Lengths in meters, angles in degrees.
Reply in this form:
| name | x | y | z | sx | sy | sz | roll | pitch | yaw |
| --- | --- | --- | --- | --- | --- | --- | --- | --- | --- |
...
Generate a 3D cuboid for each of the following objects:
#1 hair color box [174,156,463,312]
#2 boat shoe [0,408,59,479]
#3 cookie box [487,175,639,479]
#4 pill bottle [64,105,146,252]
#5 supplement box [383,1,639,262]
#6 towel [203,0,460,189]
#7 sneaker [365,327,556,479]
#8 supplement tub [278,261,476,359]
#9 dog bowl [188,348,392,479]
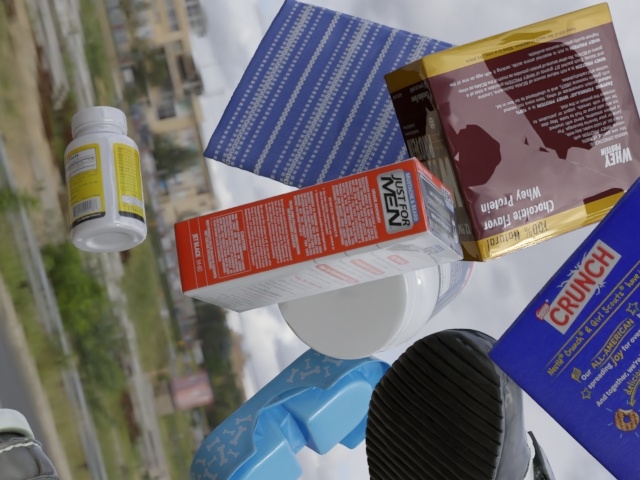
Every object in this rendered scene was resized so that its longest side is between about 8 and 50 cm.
| name | x | y | z | sx | sy | sz | roll | pitch | yaw |
| --- | --- | --- | --- | --- | --- | --- | --- | --- | --- |
| hair color box | 0.000 | 0.000 | 0.785 | 0.093 | 0.167 | 0.053 | 30 | 49 | -67 |
| boat shoe | -0.336 | 0.258 | 0.922 | 0.091 | 0.305 | 0.109 | 48 | -8 | 27 |
| cookie box | 0.133 | 0.044 | 0.438 | 0.107 | 0.092 | 0.040 | 45 | 18 | 19 |
| pill bottle | -0.186 | -0.053 | 1.026 | 0.065 | 0.065 | 0.116 | 98 | -15 | -69 |
| supplement box | 0.190 | -0.100 | 1.146 | 0.129 | 0.191 | 0.194 | -179 | -109 | -77 |
| towel | 0.067 | -0.139 | 1.372 | 0.040 | 0.336 | 0.243 | 82 | 30 | -63 |
| sneaker | 0.120 | 0.177 | 0.911 | 0.122 | 0.146 | 0.330 | 43 | -37 | 36 |
| supplement tub | 0.074 | 0.029 | 1.490 | 0.272 | 0.191 | 0.191 | -28 | 107 | -64 |
| dog bowl | -0.038 | 0.239 | 1.488 | 0.074 | 0.297 | 0.166 | 41 | -17 | 34 |
